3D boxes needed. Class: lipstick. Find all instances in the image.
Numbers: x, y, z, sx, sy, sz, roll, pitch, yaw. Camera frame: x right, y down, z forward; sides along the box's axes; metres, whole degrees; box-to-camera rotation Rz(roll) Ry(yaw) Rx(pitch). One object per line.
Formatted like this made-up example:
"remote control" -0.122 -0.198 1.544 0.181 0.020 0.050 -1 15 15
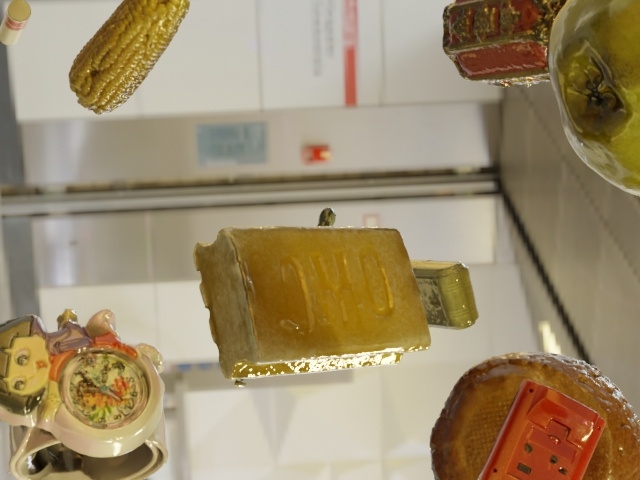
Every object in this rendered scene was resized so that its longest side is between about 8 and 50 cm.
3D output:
"lipstick" -0.507 -0.360 2.278 0.131 0.038 0.038 152 -64 -67

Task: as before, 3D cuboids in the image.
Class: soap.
"soap" -0.006 0.071 1.632 0.089 0.274 0.173 -31 -112 44

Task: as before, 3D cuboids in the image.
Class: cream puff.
"cream puff" 0.321 0.307 1.994 0.212 0.303 0.303 33 50 -64

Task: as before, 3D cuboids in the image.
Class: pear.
"pear" 0.423 -0.194 1.571 0.287 0.375 0.287 17 -66 43

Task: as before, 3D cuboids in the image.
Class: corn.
"corn" -0.266 -0.269 1.901 0.261 0.097 0.097 -45 -144 36

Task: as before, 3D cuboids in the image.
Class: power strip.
"power strip" 0.104 0.072 2.013 0.388 0.066 0.092 1 -72 60

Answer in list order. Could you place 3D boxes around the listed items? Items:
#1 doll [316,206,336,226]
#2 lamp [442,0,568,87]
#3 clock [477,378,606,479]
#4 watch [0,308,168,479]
"doll" 0.000 0.000 2.322 0.037 0.027 0.125 69 36 -65
"lamp" 0.302 -0.317 2.049 0.274 0.177 0.177 3 -83 55
"clock" 0.263 0.255 1.631 0.155 0.113 0.061 -62 -179 -19
"watch" -0.317 0.211 1.745 0.231 0.244 0.196 112 -26 -57
